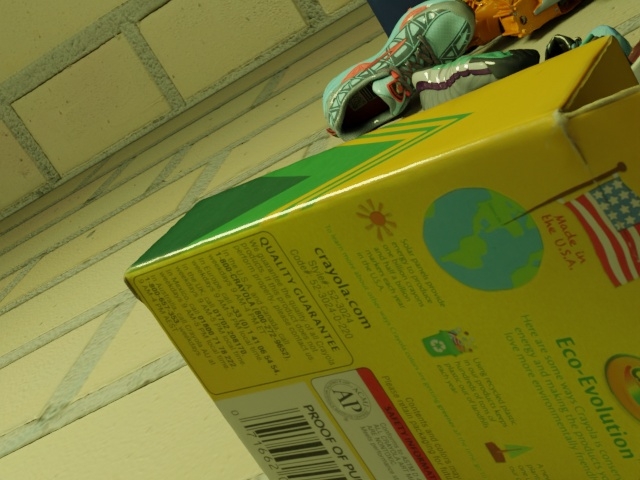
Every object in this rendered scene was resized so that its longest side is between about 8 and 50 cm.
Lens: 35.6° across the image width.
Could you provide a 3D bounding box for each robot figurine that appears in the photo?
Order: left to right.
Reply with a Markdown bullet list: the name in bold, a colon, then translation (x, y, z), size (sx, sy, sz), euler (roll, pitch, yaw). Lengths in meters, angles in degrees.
- **robot figurine**: translation (0.332, -0.376, 1.413), size (0.291, 0.085, 0.211), euler (-39, 18, -19)

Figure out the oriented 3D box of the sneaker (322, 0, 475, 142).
- **sneaker**: translation (0.115, -0.223, 1.380), size (0.262, 0.104, 0.125), euler (-40, 25, 24)

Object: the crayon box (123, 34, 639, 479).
- **crayon box**: translation (0.077, 0.040, 0.475), size (0.318, 0.202, 0.081), euler (-17, 22, 40)

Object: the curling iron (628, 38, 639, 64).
- **curling iron**: translation (0.308, -0.191, 0.962), size (0.274, 0.068, 0.035), euler (-39, 6, -25)

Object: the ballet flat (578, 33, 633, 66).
- **ballet flat**: translation (0.198, -0.092, 0.848), size (0.203, 0.074, 0.074), euler (-46, 19, -13)

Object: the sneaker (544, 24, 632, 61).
- **sneaker**: translation (0.263, -0.182, 0.997), size (0.063, 0.073, 0.162), euler (-19, 21, 41)

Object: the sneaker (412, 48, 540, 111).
- **sneaker**: translation (0.167, -0.143, 1.040), size (0.083, 0.098, 0.223), euler (-10, 7, -14)

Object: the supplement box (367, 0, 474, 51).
- **supplement box**: translation (0.261, -0.463, 1.602), size (0.356, 0.194, 0.195), euler (-39, 17, -18)

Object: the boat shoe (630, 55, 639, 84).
- **boat shoe**: translation (0.253, -0.097, 0.790), size (0.219, 0.077, 0.070), euler (-44, -16, -27)
